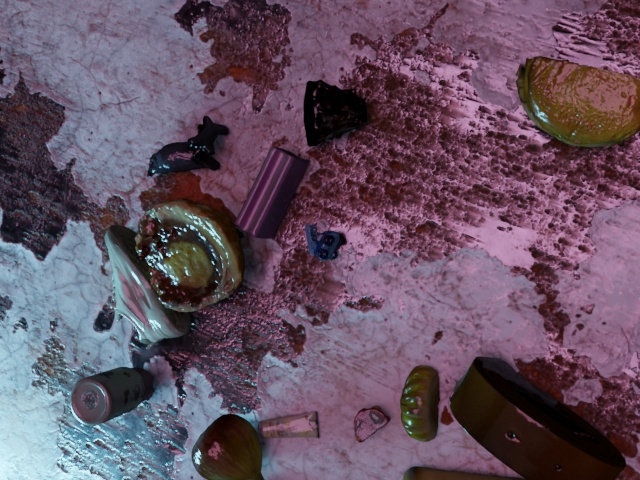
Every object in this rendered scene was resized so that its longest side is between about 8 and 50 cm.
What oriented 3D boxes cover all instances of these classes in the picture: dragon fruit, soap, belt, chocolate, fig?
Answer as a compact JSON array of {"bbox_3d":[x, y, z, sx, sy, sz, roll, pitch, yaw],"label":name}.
[{"bbox_3d":[0.106,0.395,1.672,0.083,0.056,0.060,-41,79,9],"label":"dragon fruit"},{"bbox_3d":[-0.108,-0.106,1.721,0.065,0.122,0.203,28,99,16],"label":"soap"},{"bbox_3d":[0.415,0.366,1.486,0.338,0.217,0.122,34,105,13],"label":"belt"},{"bbox_3d":[0.038,-0.280,1.690,0.133,0.156,0.156,-1,88,-9],"label":"chocolate"},{"bbox_3d":[-0.176,0.496,1.734,0.230,0.143,0.160,30,100,-10],"label":"fig"}]

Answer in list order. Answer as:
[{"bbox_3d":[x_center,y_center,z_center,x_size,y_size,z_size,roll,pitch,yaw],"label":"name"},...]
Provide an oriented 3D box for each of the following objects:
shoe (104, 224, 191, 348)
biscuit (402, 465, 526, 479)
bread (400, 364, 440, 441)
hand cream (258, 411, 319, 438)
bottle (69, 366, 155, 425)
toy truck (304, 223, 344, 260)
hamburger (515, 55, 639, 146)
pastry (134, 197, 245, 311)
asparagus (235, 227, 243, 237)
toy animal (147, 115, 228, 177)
[{"bbox_3d":[-0.449,0.125,1.837,0.159,0.124,0.316,-40,77,21],"label":"shoe"},{"bbox_3d":[0.309,0.604,1.595,0.290,0.062,0.237,2,89,17],"label":"biscuit"},{"bbox_3d":[0.209,0.353,1.621,0.083,0.094,0.157,0,97,15],"label":"bread"},{"bbox_3d":[-0.074,0.428,1.744,0.143,0.039,0.061,-9,84,14],"label":"hand cream"},{"bbox_3d":[-0.472,0.351,1.774,0.110,0.233,0.110,0,91,16],"label":"bottle"},{"bbox_3d":[0.000,0.000,1.721,0.090,0.056,0.073,34,106,29],"label":"toy truck"},{"bbox_3d":[0.514,-0.265,1.506,0.283,0.144,0.157,18,105,20],"label":"hamburger"},{"bbox_3d":[-0.276,0.017,1.744,0.236,0.170,0.256,-20,97,24],"label":"pastry"},{"bbox_3d":[-0.292,-0.042,1.834,0.248,0.024,0.025,13,136,18],"label":"asparagus"},{"bbox_3d":[-0.316,-0.199,1.830,0.210,0.121,0.117,-25,126,33],"label":"toy animal"}]
